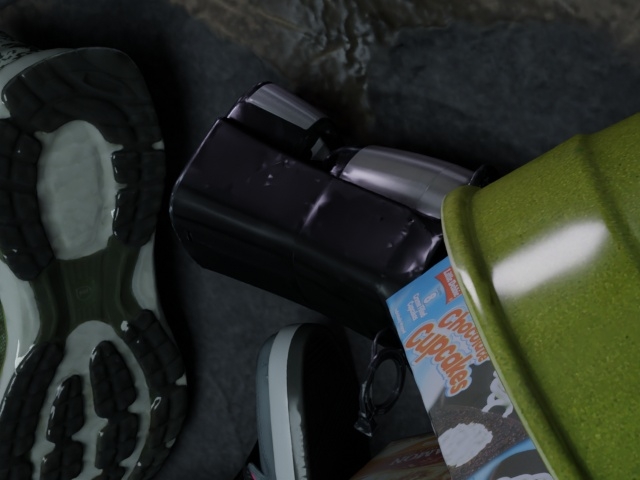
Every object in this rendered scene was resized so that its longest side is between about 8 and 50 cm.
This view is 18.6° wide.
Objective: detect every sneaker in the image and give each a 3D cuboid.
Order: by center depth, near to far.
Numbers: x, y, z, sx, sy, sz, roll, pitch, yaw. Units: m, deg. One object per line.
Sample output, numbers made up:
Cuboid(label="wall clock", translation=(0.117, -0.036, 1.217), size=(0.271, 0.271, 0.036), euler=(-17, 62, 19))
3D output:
Cuboid(label="sneaker", translation=(-0.060, 0.189, 1.344), size=(0.178, 0.124, 0.295), euler=(3, 113, 21))
Cuboid(label="sneaker", translation=(-0.196, 0.029, 1.379), size=(0.182, 0.158, 0.410), euler=(43, 135, 50))

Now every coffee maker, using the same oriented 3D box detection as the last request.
Cuboid(label="coffee maker", translation=(0.000, 0.000, 1.190), size=(0.178, 0.171, 0.120), euler=(22, 136, 25))

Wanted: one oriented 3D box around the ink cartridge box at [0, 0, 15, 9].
Cuboid(label="ink cartridge box", translation=(-0.329, -0.241, 1.165), size=(0.160, 0.384, 0.279), euler=(-22, 97, 34))

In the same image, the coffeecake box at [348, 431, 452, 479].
Cuboid(label="coffeecake box", translation=(0.067, 0.179, 1.212), size=(0.142, 0.185, 0.068), euler=(-16, 101, 36))

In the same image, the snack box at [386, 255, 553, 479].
Cuboid(label="snack box", translation=(0.130, 0.142, 0.989), size=(0.060, 0.322, 0.187), euler=(-36, 111, 8))

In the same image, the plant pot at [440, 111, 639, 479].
Cuboid(label="plant pot", translation=(0.303, 0.034, 0.897), size=(0.353, 0.366, 0.366), euler=(-34, 90, 14))
